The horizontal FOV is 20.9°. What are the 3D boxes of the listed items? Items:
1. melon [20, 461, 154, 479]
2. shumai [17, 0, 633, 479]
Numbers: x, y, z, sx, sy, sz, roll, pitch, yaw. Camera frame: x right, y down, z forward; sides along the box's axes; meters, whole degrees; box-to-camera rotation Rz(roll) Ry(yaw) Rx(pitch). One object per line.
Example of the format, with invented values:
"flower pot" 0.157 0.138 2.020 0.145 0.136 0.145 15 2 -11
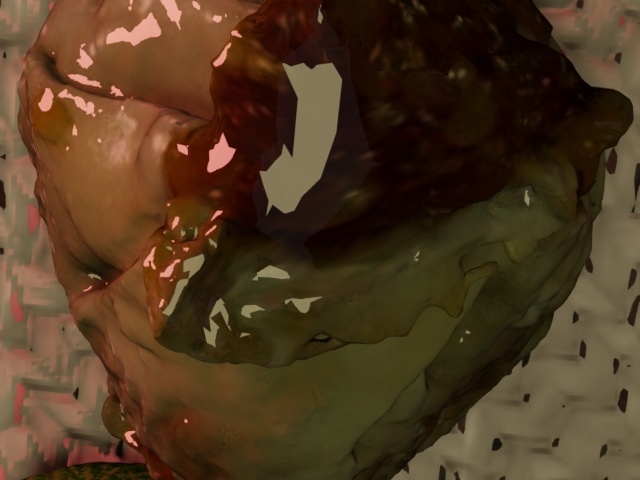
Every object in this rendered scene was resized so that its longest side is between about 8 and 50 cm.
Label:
"melon" 0.001 0.198 0.518 0.129 0.169 0.265 -17 108 5
"shumai" 0.000 0.006 0.471 0.184 0.142 0.184 0 104 2
